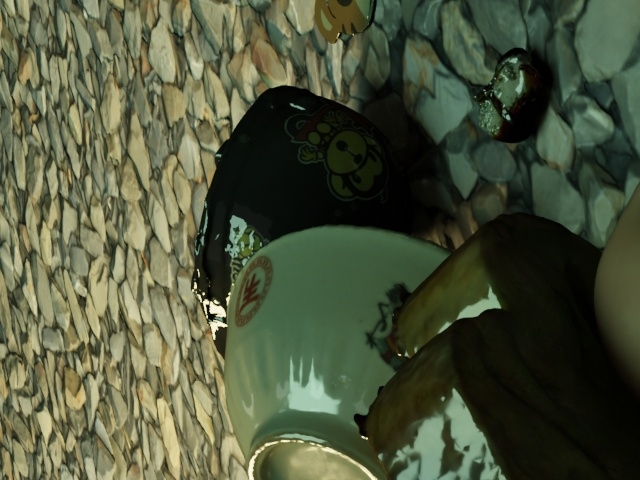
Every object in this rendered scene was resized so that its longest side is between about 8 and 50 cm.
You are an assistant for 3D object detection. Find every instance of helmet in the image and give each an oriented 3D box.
[{"bbox_3d":[0.000,0.000,1.620,0.160,0.230,0.278,12,121,24],"label":"helmet"}]

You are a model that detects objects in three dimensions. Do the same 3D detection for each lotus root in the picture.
[{"bbox_3d":[0.190,0.163,1.167,0.111,0.375,0.390,-39,25,27],"label":"lotus root"}]

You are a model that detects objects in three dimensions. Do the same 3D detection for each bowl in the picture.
[{"bbox_3d":[0.037,0.164,1.469,0.337,0.157,0.337,18,135,19],"label":"bowl"}]

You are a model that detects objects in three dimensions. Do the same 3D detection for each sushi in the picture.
[{"bbox_3d":[0.155,-0.112,1.420,0.046,0.044,0.083,60,152,34],"label":"sushi"}]

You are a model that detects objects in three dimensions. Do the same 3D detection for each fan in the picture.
[{"bbox_3d":[0.035,-0.265,1.637,0.227,0.008,0.152,4,105,65],"label":"fan"}]

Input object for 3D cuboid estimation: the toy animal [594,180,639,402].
[{"bbox_3d":[0.289,0.068,1.051,0.326,0.237,0.269,177,97,-67],"label":"toy animal"}]
